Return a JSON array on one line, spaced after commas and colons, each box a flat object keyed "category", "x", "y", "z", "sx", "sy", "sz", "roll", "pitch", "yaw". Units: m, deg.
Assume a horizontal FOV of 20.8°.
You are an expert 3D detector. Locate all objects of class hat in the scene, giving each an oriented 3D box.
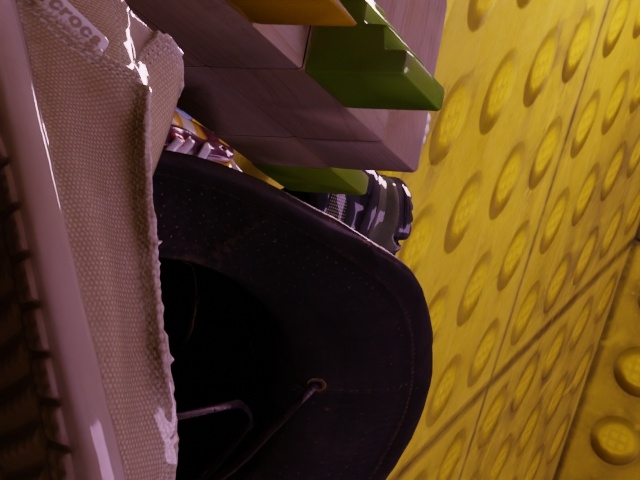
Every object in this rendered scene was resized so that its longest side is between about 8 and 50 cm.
[{"category": "hat", "x": -0.100, "y": 0.040, "z": 0.847, "sx": 0.331, "sy": 0.331, "sz": 0.134, "roll": 91, "pitch": -9, "yaw": -48}]

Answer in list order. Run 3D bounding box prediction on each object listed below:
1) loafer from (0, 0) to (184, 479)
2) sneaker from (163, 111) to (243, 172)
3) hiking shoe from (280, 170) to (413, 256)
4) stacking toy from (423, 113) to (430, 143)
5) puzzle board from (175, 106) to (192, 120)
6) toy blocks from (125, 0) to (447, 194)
[{"category": "loafer", "x": -0.085, "y": -0.028, "z": 0.534, "sx": 0.092, "sy": 0.268, "sz": 0.102, "roll": 1, "pitch": 156, "yaw": -40}, {"category": "sneaker", "x": -0.090, "y": -0.045, "z": 0.922, "sx": 0.069, "sy": 0.084, "sz": 0.185, "roll": -69, "pitch": 162, "yaw": 4}, {"category": "hiking shoe", "x": -0.046, "y": 0.026, "z": 1.154, "sx": 0.227, "sy": 0.114, "sz": 0.086, "roll": -51, "pitch": -154, "yaw": 11}, {"category": "stacking toy", "x": 0.000, "y": 0.000, "z": 1.289, "sx": 0.167, "sy": 0.052, "sz": 0.221, "roll": -25, "pitch": 137, "yaw": -61}, {"category": "puzzle board", "x": -0.075, "y": -0.123, "z": 0.988, "sx": 0.096, "sy": 0.011, "sz": 0.128, "roll": -66, "pitch": 161, "yaw": -4}, {"category": "toy blocks", "x": -0.027, "y": -0.201, "z": 0.807, "sx": 0.381, "sy": 0.191, "sz": 0.261, "roll": 35, "pitch": 62, "yaw": -60}]
